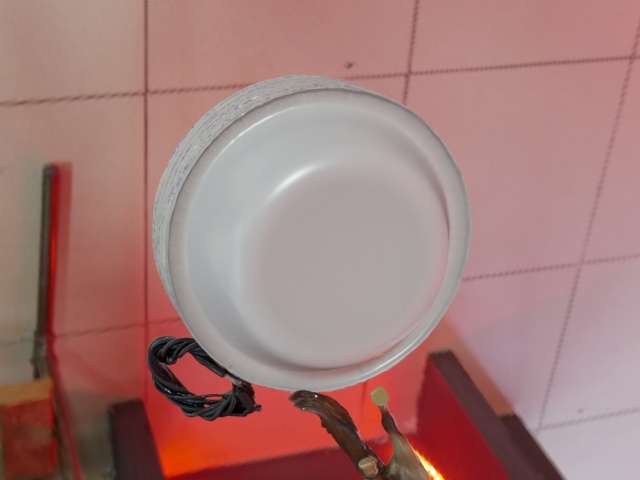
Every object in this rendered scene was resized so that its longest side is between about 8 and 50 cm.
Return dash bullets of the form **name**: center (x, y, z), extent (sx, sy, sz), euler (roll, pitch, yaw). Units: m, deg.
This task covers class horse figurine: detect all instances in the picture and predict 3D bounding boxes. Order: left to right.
- **horse figurine**: center (0.072, 0.213, 0.776), extent (0.066, 0.263, 0.174), euler (-29, 147, -10)

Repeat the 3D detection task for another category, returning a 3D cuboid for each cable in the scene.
- **cable**: center (-0.172, 0.187, 1.477), extent (0.150, 0.184, 0.047), euler (58, 48, -35)

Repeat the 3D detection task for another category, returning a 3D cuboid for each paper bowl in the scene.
- **paper bowl**: center (0.000, 0.000, 0.971), extent (0.284, 0.148, 0.284), euler (-4, 105, -16)
